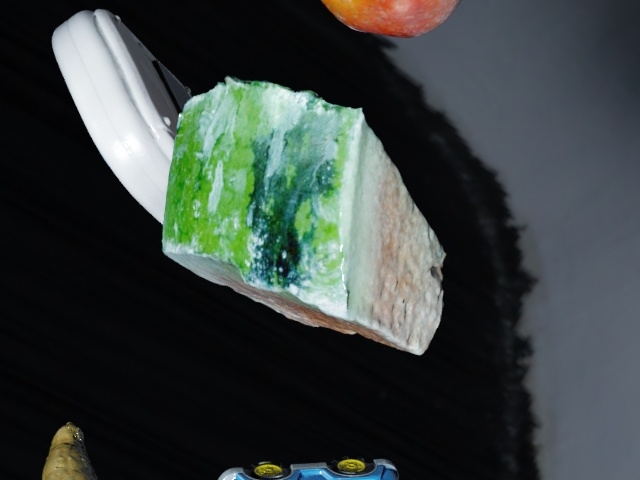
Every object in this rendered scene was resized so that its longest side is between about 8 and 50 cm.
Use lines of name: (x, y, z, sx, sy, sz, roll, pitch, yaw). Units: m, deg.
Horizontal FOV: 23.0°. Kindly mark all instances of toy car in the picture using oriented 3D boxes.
toy car: (-0.004, 0.273, 1.514, 0.100, 0.191, 0.097, -117, 27, -71)

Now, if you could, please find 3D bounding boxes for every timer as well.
timer: (-0.185, -0.126, 1.706, 0.087, 0.237, 0.262, -34, 54, 9)

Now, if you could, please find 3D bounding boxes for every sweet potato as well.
sweet potato: (-0.317, 0.332, 1.893, 0.085, 0.112, 0.286, -28, 30, 29)

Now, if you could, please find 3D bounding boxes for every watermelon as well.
watermelon: (-0.011, 0.007, 1.434, 0.264, 0.302, 0.151, 11, 60, 48)

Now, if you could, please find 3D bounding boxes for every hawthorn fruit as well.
hawthorn fruit: (0.074, -0.296, 1.604, 0.173, 0.173, 0.173, -38, 35, 33)
